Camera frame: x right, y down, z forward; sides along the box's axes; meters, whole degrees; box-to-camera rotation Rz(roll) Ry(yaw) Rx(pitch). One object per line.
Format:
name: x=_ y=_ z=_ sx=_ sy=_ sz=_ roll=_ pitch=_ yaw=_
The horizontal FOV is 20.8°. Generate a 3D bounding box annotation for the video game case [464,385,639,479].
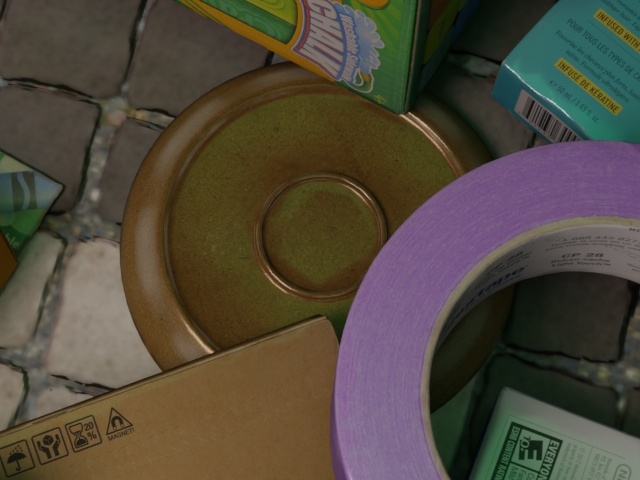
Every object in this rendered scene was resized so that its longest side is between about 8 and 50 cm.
video game case: x=0.164 y=0.248 z=0.930 sx=0.244 sy=0.061 sz=0.269 roll=21 pitch=75 yaw=6

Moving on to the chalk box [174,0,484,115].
chalk box: x=0.025 y=-0.205 z=0.973 sx=0.289 sy=0.180 sz=0.179 roll=28 pitch=69 yaw=12

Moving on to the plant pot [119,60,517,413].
plant pot: x=0.000 y=0.000 z=1.011 sx=0.236 sy=0.032 sz=0.236 roll=0 pitch=75 yaw=-1

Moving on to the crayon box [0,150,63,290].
crayon box: x=-0.314 y=0.046 z=0.964 sx=0.203 sy=0.083 sz=0.323 roll=28 pitch=75 yaw=6

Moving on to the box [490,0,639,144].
box: x=0.219 y=-0.150 z=1.042 sx=0.100 sy=0.060 sz=0.244 roll=41 pitch=78 yaw=9

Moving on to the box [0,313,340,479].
box: x=-0.063 y=0.150 z=0.940 sx=0.201 sy=0.021 sz=0.164 roll=-19 pitch=94 yaw=-14

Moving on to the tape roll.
tape roll: x=0.143 y=0.091 z=0.898 sx=0.274 sy=0.090 sz=0.275 roll=0 pitch=74 yaw=-1
